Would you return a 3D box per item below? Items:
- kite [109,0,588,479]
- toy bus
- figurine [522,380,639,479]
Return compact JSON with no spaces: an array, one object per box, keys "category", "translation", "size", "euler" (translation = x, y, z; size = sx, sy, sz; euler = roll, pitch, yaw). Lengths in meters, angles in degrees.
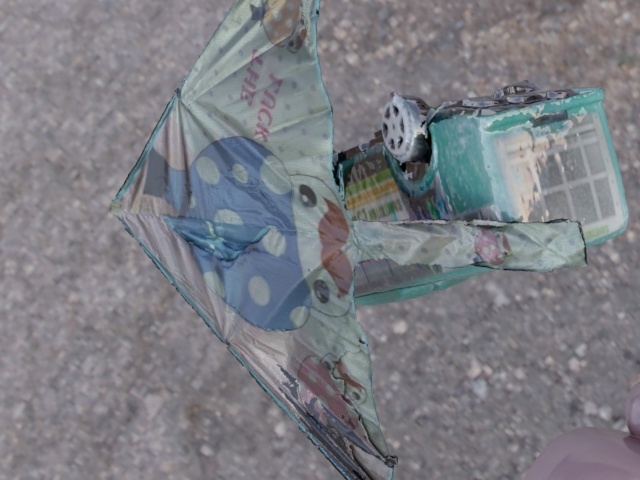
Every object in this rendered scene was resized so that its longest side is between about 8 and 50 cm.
[{"category":"kite","translation":[0.000,0.000,0.695],"size":[0.314,0.335,0.011],"euler":[7,27,39]},{"category":"toy bus","translation":[0.062,-0.025,0.748],"size":[0.262,0.091,0.109],"euler":[-18,87,67]},{"category":"figurine","translation":[0.197,0.125,0.649],"size":[0.176,0.186,0.287],"euler":[30,74,6]}]
